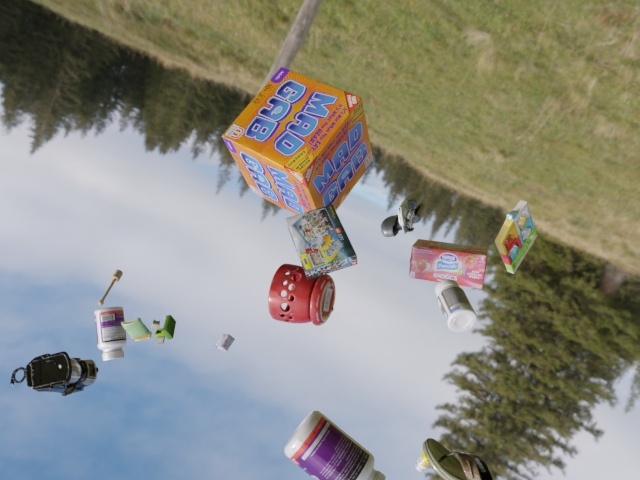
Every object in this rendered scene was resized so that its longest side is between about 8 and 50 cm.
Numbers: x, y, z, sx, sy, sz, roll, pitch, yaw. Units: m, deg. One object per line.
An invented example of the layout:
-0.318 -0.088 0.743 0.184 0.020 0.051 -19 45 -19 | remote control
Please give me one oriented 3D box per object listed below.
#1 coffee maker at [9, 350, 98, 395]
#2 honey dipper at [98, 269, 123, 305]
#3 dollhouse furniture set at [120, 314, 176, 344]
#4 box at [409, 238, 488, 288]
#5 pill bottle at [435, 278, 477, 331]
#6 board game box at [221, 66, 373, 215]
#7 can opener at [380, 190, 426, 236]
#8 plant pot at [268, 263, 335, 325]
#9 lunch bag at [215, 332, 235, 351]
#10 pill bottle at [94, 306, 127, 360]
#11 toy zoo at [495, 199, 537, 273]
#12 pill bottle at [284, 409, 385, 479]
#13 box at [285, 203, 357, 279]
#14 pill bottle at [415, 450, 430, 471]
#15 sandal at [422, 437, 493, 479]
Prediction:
-0.781 0.393 1.651 0.171 0.120 0.178 8 162 6 | coffee maker
-0.714 0.162 1.884 0.030 0.030 0.160 23 -143 -12 | honey dipper
-0.469 0.251 1.510 0.058 0.152 0.076 -90 -18 -48 | dollhouse furniture set
0.450 0.078 1.951 0.257 0.122 0.128 8 -166 17 | box
0.353 0.169 1.462 0.078 0.078 0.137 22 -152 -21 | pill bottle
-0.067 -0.334 2.024 0.356 0.356 0.356 28 161 24 | board game box
0.232 -0.080 1.516 0.093 0.074 0.280 -7 -167 24 | can opener
-0.055 0.179 1.793 0.174 0.191 0.191 8 -179 23 | plant pot
-0.434 0.459 2.510 0.053 0.071 0.083 46 151 -26 | lunch bag
-0.795 0.355 2.111 0.108 0.193 0.108 -9 170 -2 | pill bottle
0.736 -0.020 2.090 0.030 0.192 0.293 26 166 40 | toy zoo
0.050 0.728 1.841 0.323 0.181 0.181 38 -171 7 | pill bottle
0.000 0.000 1.708 0.159 0.044 0.233 -16 -131 -7 | box
0.331 0.684 1.737 0.043 0.083 0.043 24 -158 -10 | pill bottle
0.398 0.596 1.408 0.303 0.086 0.120 30 -171 29 | sandal
